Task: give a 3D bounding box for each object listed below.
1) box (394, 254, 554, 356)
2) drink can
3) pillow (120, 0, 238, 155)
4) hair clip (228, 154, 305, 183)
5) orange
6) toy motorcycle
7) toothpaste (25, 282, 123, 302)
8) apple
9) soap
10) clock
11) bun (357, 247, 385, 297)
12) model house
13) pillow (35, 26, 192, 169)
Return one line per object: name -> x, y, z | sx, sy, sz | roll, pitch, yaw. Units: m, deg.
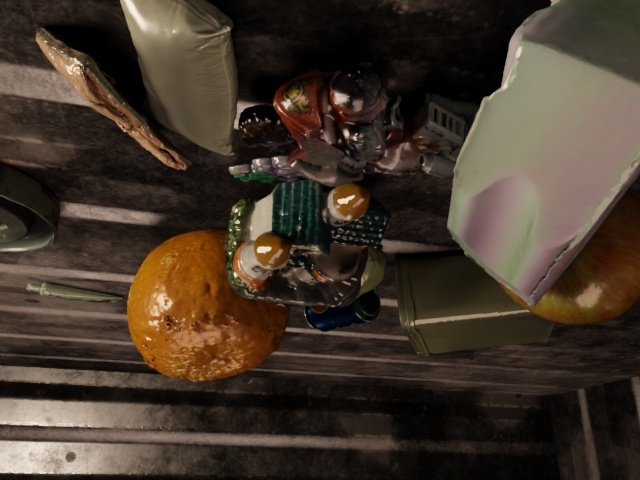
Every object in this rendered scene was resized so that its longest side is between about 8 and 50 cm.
box -> 0.379, 0.159, 1.361 | 0.343, 0.178, 0.352 | -7, 155, 14
drink can -> 0.056, 0.176, 1.478 | 0.118, 0.118, 0.204 | 21, 149, -38
pillow -> -0.168, -0.202, 0.669 | 0.144, 0.078, 0.254 | 22, 156, 1
hair clip -> -0.060, -0.124, 0.891 | 0.195, 0.052, 0.124 | -7, 166, 31
orange -> -0.232, 0.127, 1.167 | 0.340, 0.294, 0.341 | -9, 144, -6
toy motorcycle -> 0.102, -0.143, 0.732 | 0.400, 0.134, 0.207 | 11, 161, -18
toothpaste -> -0.685, 0.149, 1.551 | 0.255, 0.037, 0.067 | 16, 152, -39
apple -> 0.421, 0.011, 0.927 | 0.264, 0.265, 0.264 | 1, 156, 0
soap -> 0.282, -0.087, 0.657 | 0.156, 0.261, 0.446 | 37, 165, 20
clock -> -0.655, -0.063, 1.019 | 0.324, 0.067, 0.325 | 1, 157, 1
bun -> 0.054, 0.069, 1.236 | 0.195, 0.118, 0.195 | 2, 153, 1
model house -> 0.000, 0.000, 0.943 | 0.271, 0.190, 0.301 | 10, 162, -21
pillow -> -0.262, -0.174, 0.720 | 0.126, 0.043, 0.232 | 39, 175, 30
